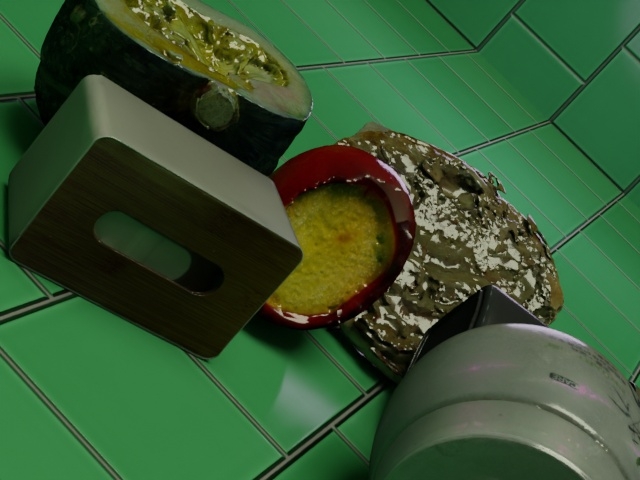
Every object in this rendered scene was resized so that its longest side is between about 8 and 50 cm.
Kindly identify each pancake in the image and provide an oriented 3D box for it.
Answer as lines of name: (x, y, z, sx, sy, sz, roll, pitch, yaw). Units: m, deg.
pancake: (0.141, 0.033, 1.826, 0.382, 0.071, 0.382, 15, 54, -22)

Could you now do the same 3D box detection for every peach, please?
peach: (0.000, 0.000, 1.614, 0.196, 0.190, 0.226, 21, 38, 14)

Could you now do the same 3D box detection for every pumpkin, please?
pumpkin: (-0.172, -0.141, 1.584, 0.293, 0.197, 0.263, 24, 21, -25)

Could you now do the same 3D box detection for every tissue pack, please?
tissue pack: (-0.164, -0.023, 1.430, 0.246, 0.159, 0.136, 30, 22, -29)

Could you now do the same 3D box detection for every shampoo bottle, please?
shampoo bottle: (0.181, 0.229, 1.393, 0.273, 0.273, 0.266, 41, 24, -5)

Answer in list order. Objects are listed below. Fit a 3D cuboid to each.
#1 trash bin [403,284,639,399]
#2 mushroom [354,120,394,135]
trash bin: (0.237, 0.209, 1.631, 0.290, 0.182, 0.209, 40, 41, -9)
mushroom: (0.099, -0.053, 2.039, 0.128, 0.128, 0.350, 30, 27, -31)
